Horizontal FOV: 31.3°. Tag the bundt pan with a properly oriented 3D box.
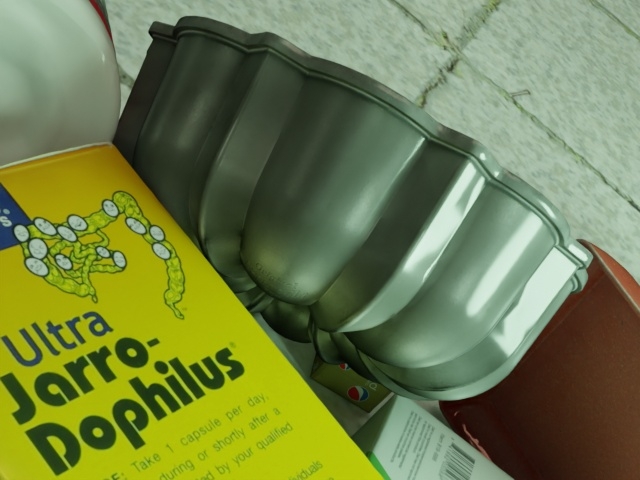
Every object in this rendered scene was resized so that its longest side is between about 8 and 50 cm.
[{"bbox_3d":[0.000,0.000,0.747,0.331,0.331,0.124,32,80,-12],"label":"bundt pan"}]

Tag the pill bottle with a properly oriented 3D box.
[{"bbox_3d":[-0.233,-0.148,0.775,0.176,0.176,0.318,23,19,-24],"label":"pill bottle"}]

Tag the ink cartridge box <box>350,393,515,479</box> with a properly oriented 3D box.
[{"bbox_3d":[0.093,0.230,0.792,0.208,0.087,0.153,38,35,-2],"label":"ink cartridge box"}]

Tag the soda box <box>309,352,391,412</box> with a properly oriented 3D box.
[{"bbox_3d":[0.044,0.053,0.961,0.061,0.058,0.181,32,36,-13],"label":"soda box"}]

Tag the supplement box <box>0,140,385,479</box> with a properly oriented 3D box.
[{"bbox_3d":[-0.113,0.153,0.592,0.356,0.194,0.195,50,37,13],"label":"supplement box"}]

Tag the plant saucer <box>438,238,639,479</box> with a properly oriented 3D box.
[{"bbox_3d":[0.219,0.160,0.835,0.048,0.258,0.259,-19,65,-31],"label":"plant saucer"}]
